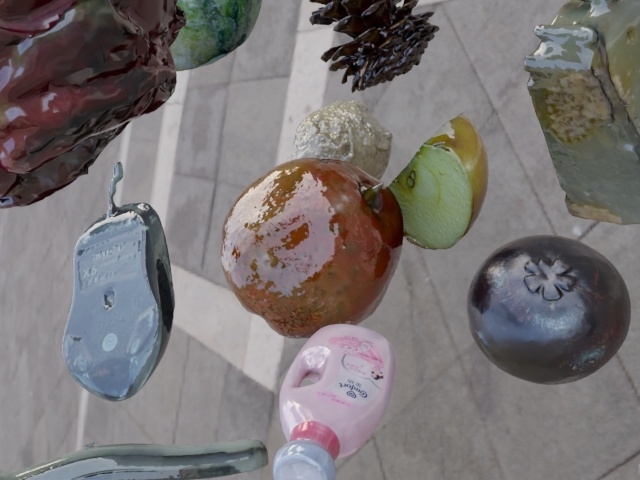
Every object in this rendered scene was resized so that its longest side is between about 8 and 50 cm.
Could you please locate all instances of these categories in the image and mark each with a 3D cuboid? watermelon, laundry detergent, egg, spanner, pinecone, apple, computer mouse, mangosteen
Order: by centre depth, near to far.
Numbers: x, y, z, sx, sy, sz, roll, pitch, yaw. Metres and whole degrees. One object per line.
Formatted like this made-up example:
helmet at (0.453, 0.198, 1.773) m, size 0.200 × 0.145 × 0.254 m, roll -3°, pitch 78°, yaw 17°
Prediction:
spanner at (-0.194, 0.185, 0.510) m, size 0.040 × 0.324 × 0.096 m, roll 175°, pitch 93°, yaw -76°
laundry detergent at (0.014, 0.234, 1.101) m, size 0.335 × 0.158 × 0.088 m, roll -55°, pitch -28°, yaw -63°
computer mouse at (-0.284, 0.053, 1.126) m, size 0.167 × 0.090 × 0.380 m, roll -15°, pitch 62°, yaw 17°
pinecone at (0.083, -0.441, 1.498) m, size 0.292 × 0.246 × 0.246 m, roll 58°, pitch 141°, yaw 4°
watermelon at (-0.240, -0.480, 1.519) m, size 0.180 × 0.305 × 0.224 m, roll 56°, pitch 172°, yaw 50°
mangosteen at (0.455, 0.145, 1.543) m, size 0.330 × 0.330 × 0.330 m, roll -20°, pitch 67°, yaw 57°
apple at (0.247, -0.118, 1.635) m, size 0.346 × 0.179 × 0.254 m, roll 130°, pitch 156°, yaw -61°
egg at (0.056, -0.233, 2.008) m, size 0.310 × 0.279 × 0.279 m, roll -51°, pitch -15°, yaw -65°

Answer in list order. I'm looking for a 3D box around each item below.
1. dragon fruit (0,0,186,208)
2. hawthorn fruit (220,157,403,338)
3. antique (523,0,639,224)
dragon fruit at (-0.255, -0.187, 0.569) m, size 0.329 × 0.329 × 0.329 m, roll -20°, pitch 67°, yaw 57°
hawthorn fruit at (0.000, 0.000, 1.612) m, size 0.402 × 0.402 × 0.403 m, roll -20°, pitch 67°, yaw 57°
antique at (0.314, -0.142, 0.819) m, size 0.150 × 0.284 × 0.125 m, roll 16°, pitch 65°, yaw 47°
